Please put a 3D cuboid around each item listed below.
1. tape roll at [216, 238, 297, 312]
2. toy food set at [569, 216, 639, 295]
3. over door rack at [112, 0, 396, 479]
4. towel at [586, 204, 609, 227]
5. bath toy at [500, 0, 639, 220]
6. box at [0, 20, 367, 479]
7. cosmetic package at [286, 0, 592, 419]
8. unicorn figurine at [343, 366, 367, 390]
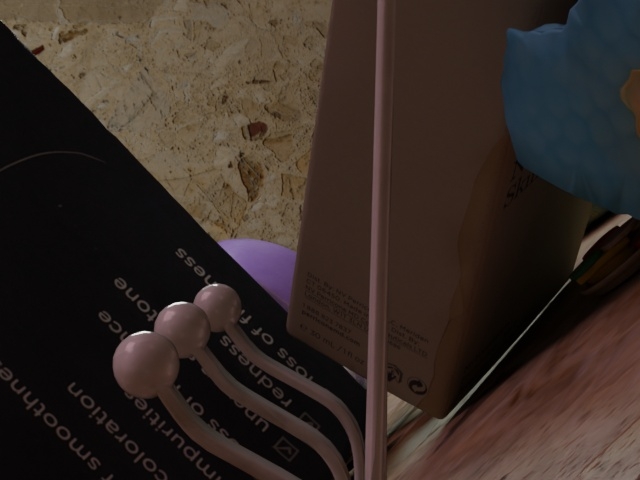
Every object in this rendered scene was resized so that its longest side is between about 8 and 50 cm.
[{"bbox_3d":[-0.067,0.099,1.483,0.189,0.189,0.080,-43,0,28],"label":"tape roll"},{"bbox_3d":[0.162,-0.003,0.911,0.083,0.020,0.082,-43,0,17],"label":"toy food set"},{"bbox_3d":[0.000,0.000,0.665,0.239,0.108,0.324,-55,-23,-86],"label":"over door rack"},{"bbox_3d":[0.257,-0.104,1.234,0.271,0.040,0.370,-42,-1,-29],"label":"towel"},{"bbox_3d":[0.227,-0.140,0.807,0.348,0.151,0.129,-39,-41,-37],"label":"bath toy"},{"bbox_3d":[-0.294,0.114,0.974,0.297,0.480,0.472,-45,-1,33],"label":"box"},{"bbox_3d":[0.082,-0.074,0.935,0.160,0.113,0.309,-43,-26,-39],"label":"cosmetic package"},{"bbox_3d":[0.032,0.089,1.143,0.111,0.060,0.162,-28,-19,-29],"label":"unicorn figurine"}]
